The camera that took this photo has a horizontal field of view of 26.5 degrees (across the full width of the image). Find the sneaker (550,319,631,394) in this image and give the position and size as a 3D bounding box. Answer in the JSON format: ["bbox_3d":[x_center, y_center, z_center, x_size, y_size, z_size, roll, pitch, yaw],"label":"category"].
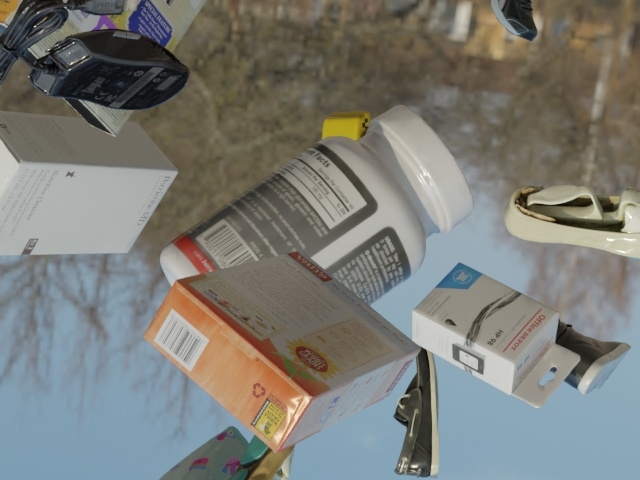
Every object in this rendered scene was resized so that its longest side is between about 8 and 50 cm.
[{"bbox_3d":[0.474,0.199,2.504,0.147,0.104,0.296,37,-166,19],"label":"sneaker"}]

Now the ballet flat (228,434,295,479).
[{"bbox_3d":[-0.086,0.331,1.895,0.080,0.073,0.232,-24,-157,51],"label":"ballet flat"}]

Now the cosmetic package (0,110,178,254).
[{"bbox_3d":[-0.469,-0.099,2.431,0.385,0.217,0.156,-1,-138,-51],"label":"cosmetic package"}]

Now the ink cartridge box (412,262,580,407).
[{"bbox_3d":[0.210,0.110,1.613,0.180,0.060,0.104,27,-128,27],"label":"ink cartridge box"}]

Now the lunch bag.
[{"bbox_3d":[-0.212,0.436,2.062,0.160,0.262,0.223,48,-142,-6],"label":"lunch bag"}]

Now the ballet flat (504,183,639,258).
[{"bbox_3d":[0.343,-0.029,1.633,0.248,0.086,0.086,4,-171,14],"label":"ballet flat"}]

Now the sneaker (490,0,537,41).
[{"bbox_3d":[0.324,-0.417,2.261,0.072,0.178,0.077,5,146,-46],"label":"sneaker"}]

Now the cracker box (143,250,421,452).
[{"bbox_3d":[-0.027,0.091,1.202,0.155,0.067,0.232,39,-159,18],"label":"cracker box"}]

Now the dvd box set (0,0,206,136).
[{"bbox_3d":[-0.267,-0.397,1.923,0.062,0.420,0.307,25,168,30],"label":"dvd box set"}]

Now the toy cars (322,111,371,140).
[{"bbox_3d":[-0.004,-0.037,2.242,0.087,0.394,0.176,-15,-126,-43],"label":"toy cars"}]

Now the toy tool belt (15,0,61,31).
[{"bbox_3d":[-0.292,-0.252,1.443,0.051,0.052,0.083,13,148,-19],"label":"toy tool belt"}]

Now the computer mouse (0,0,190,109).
[{"bbox_3d":[-0.227,-0.209,1.403,0.262,0.060,0.184,-1,152,-44],"label":"computer mouse"}]

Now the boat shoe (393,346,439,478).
[{"bbox_3d":[0.159,0.276,2.245,0.079,0.233,0.084,0,157,7],"label":"boat shoe"}]

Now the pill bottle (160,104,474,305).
[{"bbox_3d":[0.000,0.000,1.704,0.363,0.210,0.210,-35,-157,-11],"label":"pill bottle"}]
